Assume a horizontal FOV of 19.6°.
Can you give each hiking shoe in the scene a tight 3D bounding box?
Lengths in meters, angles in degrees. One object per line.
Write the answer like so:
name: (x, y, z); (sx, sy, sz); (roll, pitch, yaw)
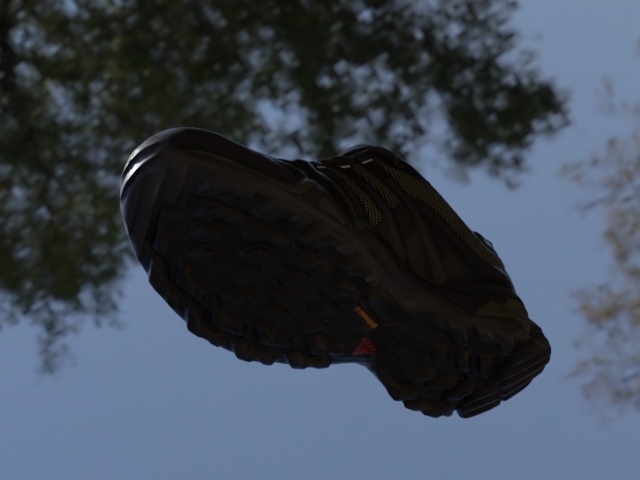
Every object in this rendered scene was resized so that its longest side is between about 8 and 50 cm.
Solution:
hiking shoe: (0.000, 0.000, 0.834); (0.227, 0.086, 0.114); (29, -151, -33)
